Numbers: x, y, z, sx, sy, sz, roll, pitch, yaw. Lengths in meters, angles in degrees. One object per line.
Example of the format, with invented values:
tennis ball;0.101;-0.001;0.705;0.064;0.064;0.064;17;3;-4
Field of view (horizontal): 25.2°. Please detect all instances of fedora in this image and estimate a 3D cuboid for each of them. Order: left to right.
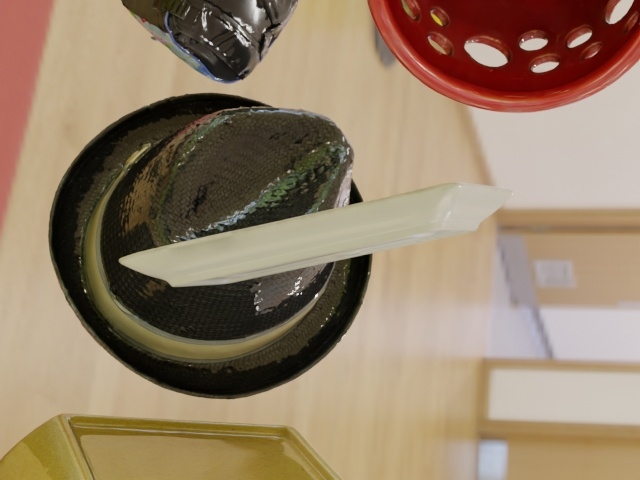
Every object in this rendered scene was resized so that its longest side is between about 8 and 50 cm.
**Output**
fedora;-0.074;-0.024;1.305;0.152;0.334;0.334;135;-31;-56

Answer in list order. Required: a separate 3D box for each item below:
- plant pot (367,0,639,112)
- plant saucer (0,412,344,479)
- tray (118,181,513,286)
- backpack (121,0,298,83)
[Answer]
plant pot;0.133;-0.204;0.936;0.174;0.191;0.191;-72;157;-53
plant saucer;-0.106;0.228;1.254;0.333;0.332;0.081;-147;-116;-69
tray;0.000;0.000;1.065;0.145;0.270;0.030;-2;80;-67
backpack;-0.070;-0.164;0.906;0.105;0.084;0.114;-52;152;-4
